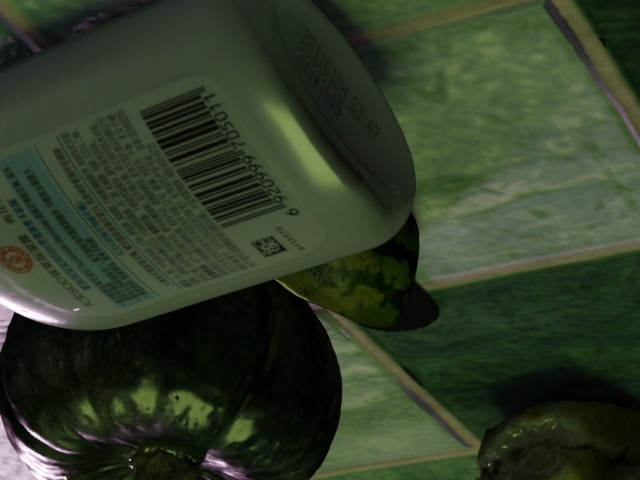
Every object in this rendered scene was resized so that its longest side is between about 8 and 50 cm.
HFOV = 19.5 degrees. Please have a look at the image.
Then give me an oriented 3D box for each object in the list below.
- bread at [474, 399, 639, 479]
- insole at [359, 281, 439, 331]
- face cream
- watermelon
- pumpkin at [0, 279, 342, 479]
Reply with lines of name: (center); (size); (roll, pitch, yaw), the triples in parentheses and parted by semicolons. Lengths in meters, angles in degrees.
bread: (0.193, 0.217, 1.289); (0.124, 0.186, 0.257); (-8, 141, 27)
insole: (0.004, 0.005, 1.108); (0.080, 0.003, 0.232); (-14, 147, 28)
face cream: (-0.123, -0.023, 0.967); (0.337, 0.080, 0.163); (-18, 123, 33)
watermelon: (0.010, -0.007, 1.039); (0.163, 0.087, 0.069); (27, 106, -40)
pumpkin: (-0.091, 0.091, 1.117); (0.212, 0.152, 0.211); (13, 145, 9)
